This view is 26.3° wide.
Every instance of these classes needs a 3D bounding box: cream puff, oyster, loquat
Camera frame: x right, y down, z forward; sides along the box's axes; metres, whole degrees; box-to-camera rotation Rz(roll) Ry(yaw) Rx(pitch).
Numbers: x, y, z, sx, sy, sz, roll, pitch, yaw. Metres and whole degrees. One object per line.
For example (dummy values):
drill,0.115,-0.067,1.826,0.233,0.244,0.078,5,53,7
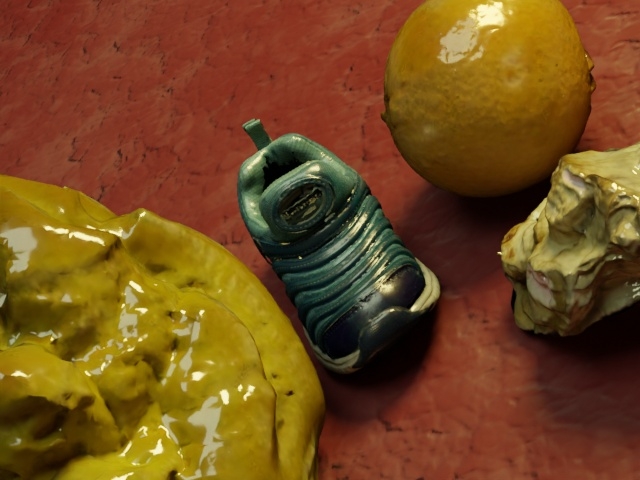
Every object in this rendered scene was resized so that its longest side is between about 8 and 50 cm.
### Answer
cream puff,-0.172,0.110,0.760,0.291,0.257,0.324,5,52,50
oyster,0.162,-0.029,0.738,0.191,0.081,0.163,-42,15,10
loquat,0.103,-0.097,0.860,0.141,0.141,0.141,-24,36,19

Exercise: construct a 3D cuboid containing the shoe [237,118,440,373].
shoe,0.000,0.000,0.864,0.091,0.106,0.207,-37,39,3
